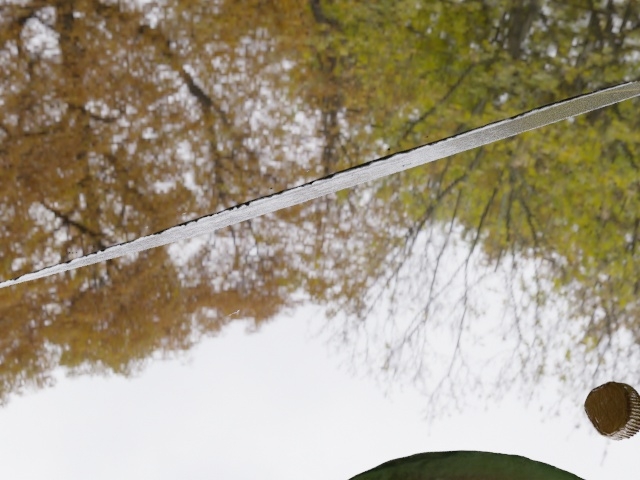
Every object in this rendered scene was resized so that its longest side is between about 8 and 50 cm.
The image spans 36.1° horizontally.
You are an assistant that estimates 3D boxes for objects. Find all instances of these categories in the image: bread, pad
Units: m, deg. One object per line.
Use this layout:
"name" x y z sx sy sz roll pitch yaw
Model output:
"bread" 0.419 0.240 1.382 0.053 0.085 0.085 16 -145 -36
"pad" -0.001 -0.001 0.533 0.376 0.063 0.315 -17 180 28

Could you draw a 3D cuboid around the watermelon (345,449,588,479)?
"watermelon" 0.091 0.201 0.632 0.207 0.136 0.202 16 -164 -33
